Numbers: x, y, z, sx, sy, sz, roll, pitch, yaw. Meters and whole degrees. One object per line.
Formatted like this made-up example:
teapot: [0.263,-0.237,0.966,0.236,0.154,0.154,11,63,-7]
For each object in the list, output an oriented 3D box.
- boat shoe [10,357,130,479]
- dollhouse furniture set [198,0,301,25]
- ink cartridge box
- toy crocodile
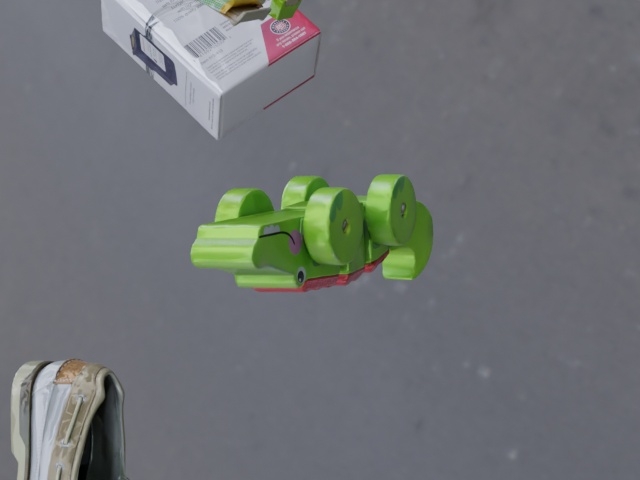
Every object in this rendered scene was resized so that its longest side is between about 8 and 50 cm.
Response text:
boat shoe: [-0.251,0.274,1.800,0.103,0.113,0.302,-4,94,26]
dollhouse furniture set: [-0.061,-0.251,1.654,0.076,0.152,0.058,34,116,19]
ink cartridge box: [-0.142,-0.270,2.215,0.172,0.237,0.100,-36,-23,-25]
toy crocodile: [0.000,0.000,1.523,0.115,0.340,0.105,0,96,25]
